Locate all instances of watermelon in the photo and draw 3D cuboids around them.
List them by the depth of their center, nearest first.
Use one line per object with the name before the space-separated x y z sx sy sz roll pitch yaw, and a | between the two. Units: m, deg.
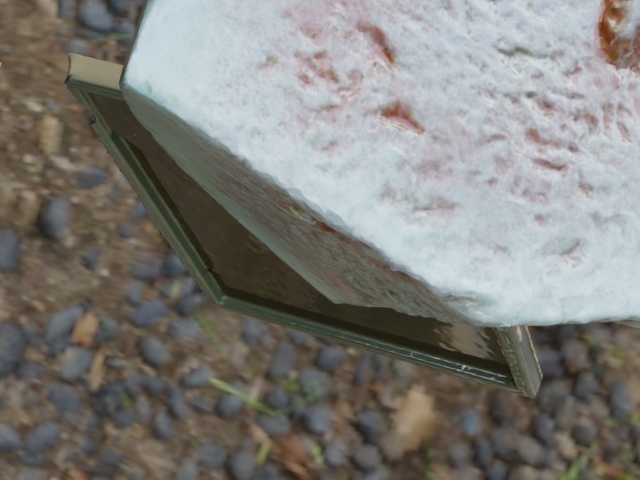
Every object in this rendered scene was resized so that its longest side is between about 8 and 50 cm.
watermelon | 0.062 -0.059 0.706 0.289 0.214 0.320 -3 140 -45

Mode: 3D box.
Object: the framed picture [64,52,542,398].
framed picture | 0.000 0.000 1.030 0.289 0.211 0.020 62 45 -63
